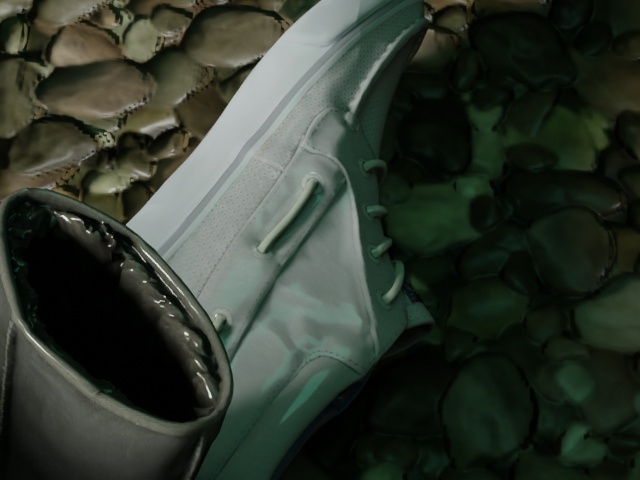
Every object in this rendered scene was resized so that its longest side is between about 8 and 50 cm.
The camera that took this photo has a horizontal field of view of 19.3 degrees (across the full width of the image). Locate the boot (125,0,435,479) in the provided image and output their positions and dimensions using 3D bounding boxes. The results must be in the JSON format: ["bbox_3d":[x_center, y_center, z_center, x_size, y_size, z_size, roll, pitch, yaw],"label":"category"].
[{"bbox_3d":[0.000,0.000,0.801,0.123,0.095,0.258,34,67,10],"label":"boot"}]

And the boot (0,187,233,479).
[{"bbox_3d":[-0.113,0.056,0.670,0.190,0.208,0.076,36,60,18],"label":"boot"}]
